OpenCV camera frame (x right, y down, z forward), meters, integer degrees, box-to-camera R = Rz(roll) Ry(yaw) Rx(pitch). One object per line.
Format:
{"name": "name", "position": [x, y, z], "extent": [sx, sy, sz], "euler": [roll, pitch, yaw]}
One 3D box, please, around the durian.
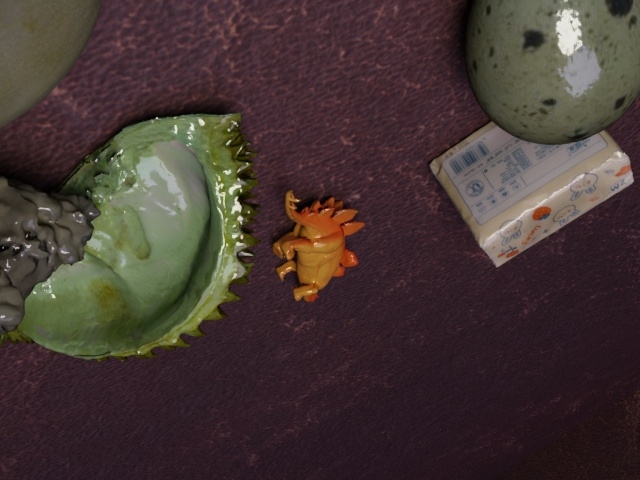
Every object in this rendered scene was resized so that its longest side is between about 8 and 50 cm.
{"name": "durian", "position": [-0.209, 0.022, 0.735], "extent": [0.394, 0.163, 0.198], "euler": [-27, 142, 16]}

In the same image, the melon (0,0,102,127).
{"name": "melon", "position": [-0.279, -0.154, 0.379], "extent": [0.308, 0.272, 0.272], "euler": [5, 136, -21]}

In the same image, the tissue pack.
{"name": "tissue pack", "position": [0.258, -0.084, 0.861], "extent": [0.196, 0.148, 0.092], "euler": [-34, 146, 14]}

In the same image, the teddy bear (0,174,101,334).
{"name": "teddy bear", "position": [-0.336, 0.043, 0.539], "extent": [0.357, 0.225, 0.367], "euler": [5, -170, 35]}

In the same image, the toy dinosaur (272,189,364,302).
{"name": "toy dinosaur", "position": [0.000, 0.000, 0.895], "extent": [0.117, 0.070, 0.288], "euler": [-26, 150, -16]}

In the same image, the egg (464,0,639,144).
{"name": "egg", "position": [0.226, -0.200, 0.673], "extent": [0.177, 0.177, 0.228], "euler": [-23, 128, -1]}
